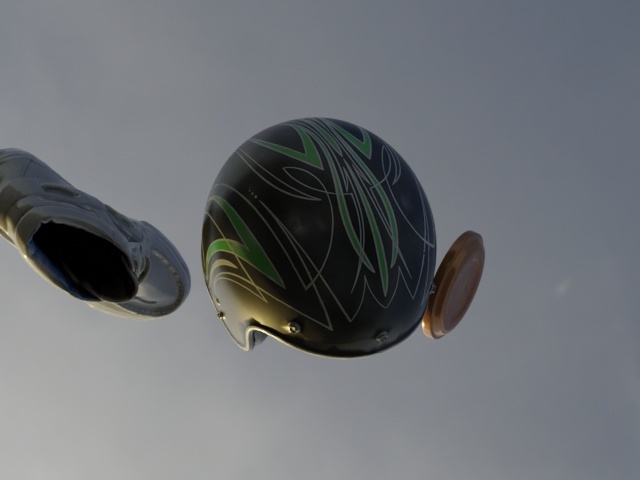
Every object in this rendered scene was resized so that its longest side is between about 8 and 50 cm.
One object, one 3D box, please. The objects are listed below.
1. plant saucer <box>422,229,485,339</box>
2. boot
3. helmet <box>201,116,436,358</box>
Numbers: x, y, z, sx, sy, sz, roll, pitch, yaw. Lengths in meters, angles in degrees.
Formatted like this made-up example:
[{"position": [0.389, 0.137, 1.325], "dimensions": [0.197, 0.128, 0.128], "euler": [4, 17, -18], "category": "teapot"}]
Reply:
[{"position": [0.099, 0.033, 1.185], "dimensions": [0.013, 0.083, 0.083], "euler": [24, -64, 21], "category": "plant saucer"}, {"position": [-0.184, 0.024, 1.384], "dimensions": [0.095, 0.258, 0.123], "euler": [-49, -135, 6], "category": "boot"}, {"position": [0.000, 0.000, 1.114], "dimensions": [0.169, 0.169, 0.161], "euler": [63, -25, -2], "category": "helmet"}]
